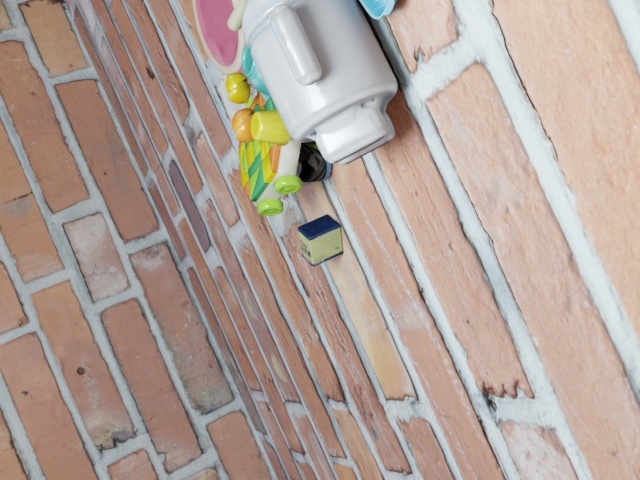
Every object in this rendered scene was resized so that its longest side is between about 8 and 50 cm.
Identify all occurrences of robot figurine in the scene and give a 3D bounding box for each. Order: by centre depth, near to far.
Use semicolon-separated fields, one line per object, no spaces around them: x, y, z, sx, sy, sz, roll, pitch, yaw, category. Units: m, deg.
-0.004;-0.305;1.229;0.354;0.199;0.300;65;-168;4;robot figurine

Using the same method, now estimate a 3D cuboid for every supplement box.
0.000;0.000;1.677;0.056;0.083;0.083;42;149;46;supplement box

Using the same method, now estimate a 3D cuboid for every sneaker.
-0.021;-0.200;1.534;0.067;0.078;0.188;44;147;44;sneaker

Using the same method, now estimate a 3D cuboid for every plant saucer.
-0.191;-0.489;1.591;0.332;0.084;0.332;42;143;43;plant saucer

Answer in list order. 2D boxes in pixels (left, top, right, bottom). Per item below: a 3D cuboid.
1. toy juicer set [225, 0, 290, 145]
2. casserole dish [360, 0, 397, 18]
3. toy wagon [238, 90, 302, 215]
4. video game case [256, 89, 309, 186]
-0.115;-0.343;1.426;0.209;0.089;0.329;3;95;63;toy juicer set
0.076;-0.435;1.141;0.188;0.037;0.114;60;157;13;casserole dish
-0.094;-0.219;1.527;0.344;0.068;0.267;136;130;-61;toy wagon
-0.088;-0.257;1.700;0.193;0.023;0.213;45;150;41;video game case
